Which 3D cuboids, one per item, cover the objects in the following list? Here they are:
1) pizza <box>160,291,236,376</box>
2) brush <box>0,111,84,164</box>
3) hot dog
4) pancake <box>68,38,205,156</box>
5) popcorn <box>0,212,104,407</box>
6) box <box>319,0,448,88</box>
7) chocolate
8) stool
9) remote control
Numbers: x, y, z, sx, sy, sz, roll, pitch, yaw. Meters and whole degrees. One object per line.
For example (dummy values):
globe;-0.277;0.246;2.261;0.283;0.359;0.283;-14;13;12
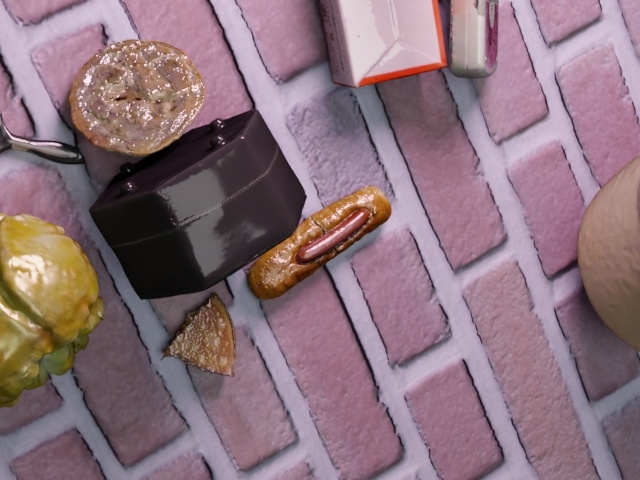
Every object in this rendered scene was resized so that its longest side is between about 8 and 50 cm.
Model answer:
pizza;-0.141;0.113;1.460;0.100;0.029;0.099;19;83;-26
brush;-0.362;-0.115;1.334;0.193;0.016;0.063;12;95;-23
hot dog;0.000;0.000;1.487;0.215;0.047;0.066;-33;107;-15
pancake;-0.210;-0.163;1.349;0.158;0.028;0.158;2;66;-4
popcorn;-0.352;0.074;1.284;0.221;0.184;0.204;-32;79;-12
box;0.069;-0.289;1.443;0.133;0.099;0.182;-17;106;-16
chocolate;0.512;0.003;1.576;0.326;0.297;0.314;-25;84;-17
stool;-0.137;-0.043;1.334;0.232;0.232;0.141;-33;107;-14
remote control;0.192;-0.374;1.459;0.050;0.145;0.344;3;98;16
